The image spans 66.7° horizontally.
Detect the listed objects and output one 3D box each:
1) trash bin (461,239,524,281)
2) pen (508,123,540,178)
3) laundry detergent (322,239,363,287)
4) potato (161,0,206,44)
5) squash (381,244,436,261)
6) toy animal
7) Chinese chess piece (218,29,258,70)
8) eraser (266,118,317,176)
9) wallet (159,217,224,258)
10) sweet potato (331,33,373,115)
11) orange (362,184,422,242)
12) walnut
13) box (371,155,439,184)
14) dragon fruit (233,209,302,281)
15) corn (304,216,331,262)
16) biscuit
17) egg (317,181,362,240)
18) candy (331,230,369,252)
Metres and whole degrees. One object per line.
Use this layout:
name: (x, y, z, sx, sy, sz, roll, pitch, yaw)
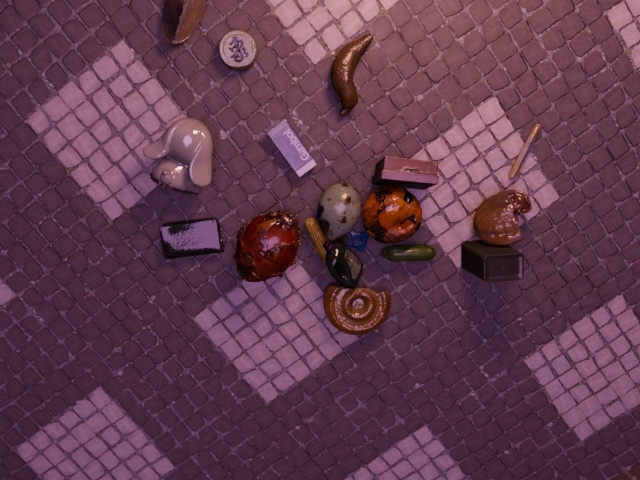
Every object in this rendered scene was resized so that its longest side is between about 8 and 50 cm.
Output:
trash bin: (0.661, 0.077, 1.886, 0.164, 0.240, 0.122, -4, 101, 0)
pen: (0.807, -0.347, 1.914, 0.040, 0.032, 0.233, 21, 100, -29)
laundry detergent: (0.076, 0.084, 1.895, 0.222, 0.078, 0.144, 44, 55, -38)
potato: (-0.493, -0.841, 1.765, 0.120, 0.100, 0.261, 41, 117, 29)
squash: (0.356, 0.051, 1.957, 0.220, 0.077, 0.068, -1, 104, 1)
toy animal: (-0.527, -0.311, 1.810, 0.250, 0.174, 0.288, 4, 102, -3)
Chinese chess piece: (-0.304, -0.703, 1.797, 0.144, 0.058, 0.143, 0, 102, -2)
eraser: (-0.110, -0.355, 1.877, 0.092, 0.046, 0.212, -35, 100, 5)
wallet: (-0.509, -0.010, 1.938, 0.251, 0.044, 0.148, -8, 97, 0)
sweet potato: (0.100, -0.621, 1.807, 0.124, 0.098, 0.309, 8, 100, -25)
orange: (0.271, -0.099, 1.864, 0.235, 0.182, 0.234, -8, 125, -12)
walnut: (0.689, -0.103, 1.876, 0.141, 0.204, 0.238, 55, 52, -44)
box: (0.314, -0.251, 1.828, 0.216, 0.215, 0.085, 5, 90, -2)
dragon fruit: (-0.201, 0.015, 1.863, 0.251, 0.250, 0.314, 12, 114, -4)
corn: (0.000, 0.000, 1.940, 0.068, 0.067, 0.206, -29, 100, 4)
biscuit: (0.150, 0.285, 1.989, 0.275, 0.091, 0.212, 0, 99, -4)
egg: (0.070, -0.110, 1.869, 0.169, 0.169, 0.230, 14, 105, -4)
candy: (0.121, -0.011, 1.959, 0.136, 0.038, 0.088, 19, 113, 2)
